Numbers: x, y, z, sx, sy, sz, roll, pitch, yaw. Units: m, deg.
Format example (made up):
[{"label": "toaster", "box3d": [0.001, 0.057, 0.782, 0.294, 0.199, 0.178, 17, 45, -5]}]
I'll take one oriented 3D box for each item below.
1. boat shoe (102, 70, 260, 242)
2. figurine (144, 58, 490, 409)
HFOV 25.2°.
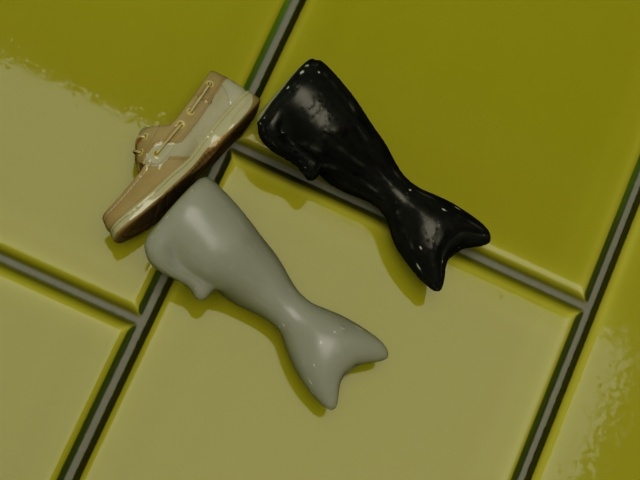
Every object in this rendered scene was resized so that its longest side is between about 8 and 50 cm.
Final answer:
[{"label": "boat shoe", "box3d": [-0.123, -0.070, 1.157, 0.059, 0.063, 0.170, 41, 67, 5]}, {"label": "figurine", "box3d": [0.000, 0.000, 1.147, 0.209, 0.092, 0.215, 42, 77, -2]}]
